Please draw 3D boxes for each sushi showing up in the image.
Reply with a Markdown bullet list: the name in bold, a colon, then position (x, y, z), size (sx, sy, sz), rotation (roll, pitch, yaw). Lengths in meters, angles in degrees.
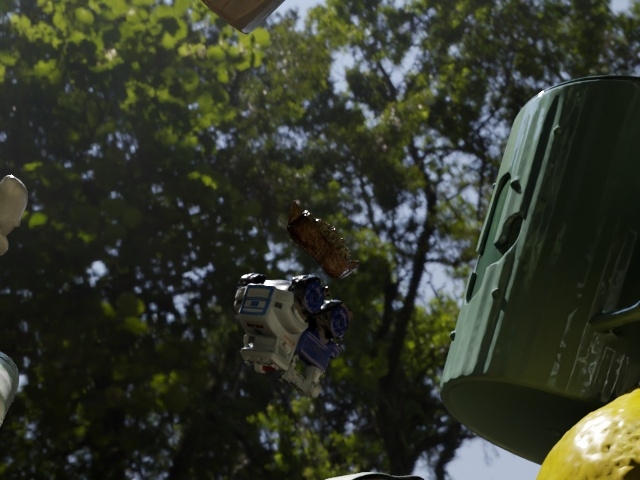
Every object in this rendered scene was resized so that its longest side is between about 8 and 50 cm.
- **sushi**: position (0.000, 0.000, 1.197), size (0.055, 0.120, 0.052), rotation (-47, -5, 9)

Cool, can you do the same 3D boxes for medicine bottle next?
- **medicine bottle**: position (-0.437, 0.197, 1.137), size (0.086, 0.183, 0.086), rotation (-1, -87, -14)

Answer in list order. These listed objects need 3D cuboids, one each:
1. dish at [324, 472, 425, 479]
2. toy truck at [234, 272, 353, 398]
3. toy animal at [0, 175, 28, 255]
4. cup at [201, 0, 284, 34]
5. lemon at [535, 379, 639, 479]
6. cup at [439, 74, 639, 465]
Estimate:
- **dish**: position (0.013, 0.416, 1.104), size (0.120, 0.303, 0.303), rotation (1, -17, 42)
- **toy truck**: position (-0.061, 0.163, 1.557), size (0.161, 0.177, 0.213), rotation (1, -30, 36)
- **toy animal**: position (-0.683, -0.060, 1.546), size (0.206, 0.271, 0.265), rotation (-64, -12, 11)
- **cup**: position (-0.083, -0.437, 1.146), size (0.273, 0.208, 0.288), rotation (-43, -9, 12)
- **lemon**: position (0.292, 0.259, 0.699), size (0.268, 0.322, 0.268), rotation (13, -31, 8)
- **cup**: position (0.311, 0.022, 0.976), size (0.310, 0.392, 0.401), rotation (14, -27, 23)
